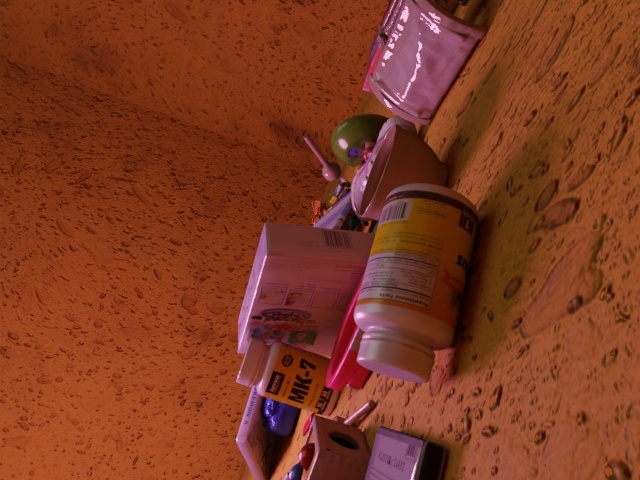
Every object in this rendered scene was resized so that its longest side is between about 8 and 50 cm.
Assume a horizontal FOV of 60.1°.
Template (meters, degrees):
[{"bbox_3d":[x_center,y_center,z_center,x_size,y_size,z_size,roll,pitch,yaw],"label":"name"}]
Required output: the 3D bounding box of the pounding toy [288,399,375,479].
[{"bbox_3d":[0.012,0.318,0.845,0.206,0.094,0.181,-131,61,-84],"label":"pounding toy"}]

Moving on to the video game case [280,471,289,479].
[{"bbox_3d":[-0.121,0.691,1.257,0.275,0.035,0.248,115,173,-49],"label":"video game case"}]

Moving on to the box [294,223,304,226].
[{"bbox_3d":[-0.024,0.071,1.727,0.381,0.191,0.143,125,163,-76],"label":"box"}]

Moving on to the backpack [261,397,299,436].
[{"bbox_3d":[-0.119,0.496,1.590,0.098,0.101,0.120,143,144,-62],"label":"backpack"}]

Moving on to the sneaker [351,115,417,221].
[{"bbox_3d":[0.138,-0.152,1.244,0.111,0.102,0.253,-78,7,-68],"label":"sneaker"}]

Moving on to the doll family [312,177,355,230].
[{"bbox_3d":[0.041,-0.087,1.605,0.163,0.118,0.263,-56,-10,-2],"label":"doll family"}]

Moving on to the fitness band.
[{"bbox_3d":[0.083,0.148,1.019,0.209,0.054,0.291,-74,6,-63],"label":"fitness band"}]

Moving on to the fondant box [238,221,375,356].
[{"bbox_3d":[-0.036,0.119,1.192,0.096,0.238,0.330,-101,24,-45],"label":"fondant box"}]

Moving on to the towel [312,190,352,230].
[{"bbox_3d":[0.000,0.000,1.356,0.209,0.034,0.285,-41,13,43],"label":"towel"}]

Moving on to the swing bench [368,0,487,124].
[{"bbox_3d":[0.210,-0.420,1.111,0.253,0.165,0.255,117,170,-58],"label":"swing bench"}]

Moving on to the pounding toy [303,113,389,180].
[{"bbox_3d":[0.095,-0.217,1.430,0.183,0.236,0.110,52,-151,-51],"label":"pounding toy"}]

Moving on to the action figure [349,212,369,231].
[{"bbox_3d":[0.137,-0.127,1.397,0.232,0.063,0.137,109,180,-58],"label":"action figure"}]

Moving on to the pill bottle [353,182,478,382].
[{"bbox_3d":[0.110,0.050,0.649,0.117,0.117,0.215,122,167,-70],"label":"pill bottle"}]

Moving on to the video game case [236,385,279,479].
[{"bbox_3d":[-0.169,0.548,1.710,0.329,0.036,0.300,81,-162,-46],"label":"video game case"}]

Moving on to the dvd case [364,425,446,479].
[{"bbox_3d":[0.065,0.328,0.591,0.179,0.029,0.239,124,165,-73],"label":"dvd case"}]

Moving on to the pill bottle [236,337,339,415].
[{"bbox_3d":[-0.065,0.285,1.175,0.119,0.208,0.119,-161,90,-86],"label":"pill bottle"}]

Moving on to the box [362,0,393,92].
[{"bbox_3d":[0.214,-0.489,1.433,0.300,0.154,0.142,-78,8,-49],"label":"box"}]

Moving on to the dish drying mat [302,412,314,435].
[{"bbox_3d":[-0.030,0.448,1.351,0.083,0.008,0.032,114,172,-46],"label":"dish drying mat"}]

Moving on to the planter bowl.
[{"bbox_3d":[0.143,-0.098,0.917,0.162,0.109,0.162,-160,90,-85],"label":"planter bowl"}]

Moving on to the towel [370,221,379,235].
[{"bbox_3d":[0.120,0.018,1.222,0.148,0.027,0.110,-76,7,-47],"label":"towel"}]
